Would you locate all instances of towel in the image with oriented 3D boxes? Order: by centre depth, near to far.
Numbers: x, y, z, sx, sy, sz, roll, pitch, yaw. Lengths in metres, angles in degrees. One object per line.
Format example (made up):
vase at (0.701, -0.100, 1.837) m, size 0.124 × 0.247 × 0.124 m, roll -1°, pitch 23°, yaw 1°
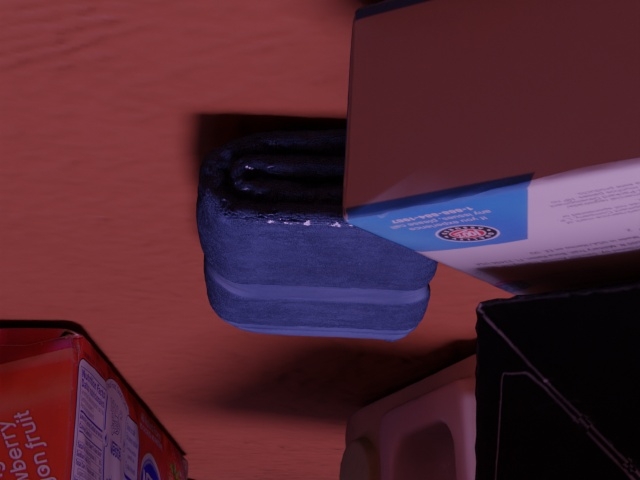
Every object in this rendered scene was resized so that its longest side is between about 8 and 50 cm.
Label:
towel at (0.000, 0.000, 0.523) m, size 0.067 × 0.029 × 0.119 m, roll 2°, pitch 163°, yaw -1°

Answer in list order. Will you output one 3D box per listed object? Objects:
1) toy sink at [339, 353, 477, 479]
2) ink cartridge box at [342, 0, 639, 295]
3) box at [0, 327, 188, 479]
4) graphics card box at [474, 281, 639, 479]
toy sink at (0.086, 0.119, 0.726) m, size 0.234 × 0.131 × 0.153 m, roll 3°, pitch 163°, yaw -20°
ink cartridge box at (0.076, -0.018, 0.418) m, size 0.088 × 0.052 × 0.122 m, roll -10°, pitch 158°, yaw 36°
box at (-0.134, 0.127, 0.777) m, size 0.122 × 0.128 × 0.257 m, roll 0°, pitch 163°, yaw 6°
graphics card box at (0.226, 0.080, 0.487) m, size 0.232 × 0.094 × 0.371 m, roll -7°, pitch 163°, yaw 33°
